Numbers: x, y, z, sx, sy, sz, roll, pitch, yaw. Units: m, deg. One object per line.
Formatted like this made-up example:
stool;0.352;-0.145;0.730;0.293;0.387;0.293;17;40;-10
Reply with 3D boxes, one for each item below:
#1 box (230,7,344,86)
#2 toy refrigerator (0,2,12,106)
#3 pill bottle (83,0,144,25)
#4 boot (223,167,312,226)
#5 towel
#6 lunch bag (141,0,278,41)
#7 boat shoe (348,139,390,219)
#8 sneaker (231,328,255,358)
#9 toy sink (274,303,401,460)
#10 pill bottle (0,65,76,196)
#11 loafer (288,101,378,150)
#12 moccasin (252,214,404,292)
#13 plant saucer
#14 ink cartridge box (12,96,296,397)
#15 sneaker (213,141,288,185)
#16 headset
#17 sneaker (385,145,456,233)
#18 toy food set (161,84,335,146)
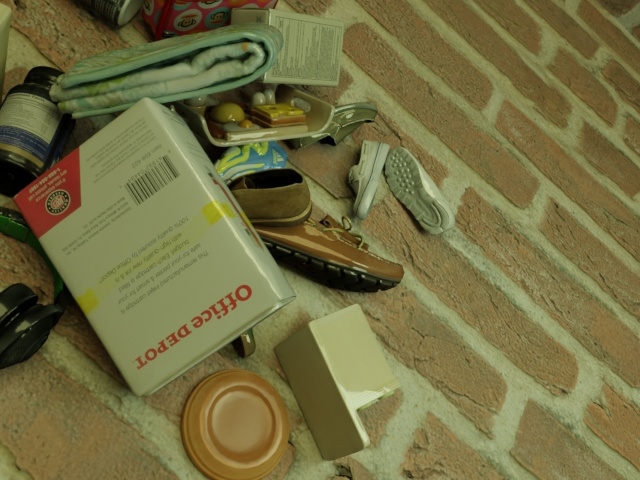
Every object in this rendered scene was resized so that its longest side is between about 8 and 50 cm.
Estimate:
box;-0.074;-0.421;1.446;0.232;0.126;0.149;-9;111;-45
toy refrigerator;-0.573;-0.283;1.058;0.102;0.269;0.094;25;55;-16
pill bottle;-0.480;-0.565;1.343;0.245;0.130;0.131;35;54;-11
boot;-0.171;-0.077;1.192;0.305;0.115;0.112;-9;61;-2
towel;-0.256;-0.320;1.178;0.374;0.090;0.321;-10;24;4
lunch bag;-0.218;-0.539;1.400;0.293;0.258;0.120;-22;75;-35
boat shoe;0.098;-0.141;1.504;0.075;0.083;0.226;17;50;5
sneaker;-0.144;0.117;1.227;0.086;0.064;0.192;-17;72;-30
toy sink;0.042;0.259;1.209;0.131;0.153;0.234;-17;74;-35
pill bottle;-0.502;-0.193;1.145;0.122;0.123;0.219;22;56;-19
loafer;0.024;-0.260;1.516;0.251;0.094;0.088;-16;99;-25
moccasin;-0.001;0.001;1.337;0.379;0.139;0.147;20;66;-9
plant saucer;-0.141;0.320;1.144;0.199;0.037;0.200;13;60;-23
ink cartridge box;-0.260;0.015;1.073;0.279;0.160;0.385;-34;84;6
sneaker;-0.141;-0.143;1.348;0.126;0.091;0.240;41;52;-6
headset;-0.534;0.122;0.985;0.243;0.185;0.394;28;40;-20
sneaker;0.239;-0.121;1.571;0.094;0.090;0.235;-19;76;-53
toy food set;-0.152;-0.276;1.332;0.306;0.093;0.219;-13;31;-33
